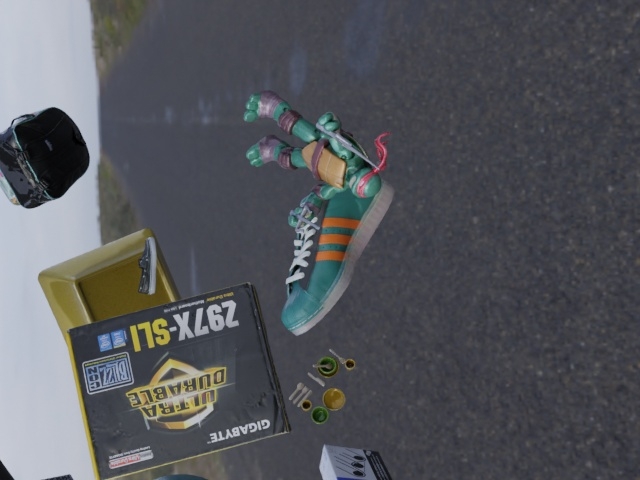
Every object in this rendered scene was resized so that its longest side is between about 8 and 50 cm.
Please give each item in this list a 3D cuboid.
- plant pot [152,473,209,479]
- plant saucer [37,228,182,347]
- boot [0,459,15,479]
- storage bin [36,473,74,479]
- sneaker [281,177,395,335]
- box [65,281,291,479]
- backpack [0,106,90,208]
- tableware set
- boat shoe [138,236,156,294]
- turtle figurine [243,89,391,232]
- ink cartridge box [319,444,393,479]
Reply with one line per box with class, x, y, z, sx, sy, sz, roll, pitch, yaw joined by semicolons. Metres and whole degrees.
plant pot;-0.262;0.628;1.547;0.235;0.293;0.293;179;88;-71
plant saucer;-0.485;0.168;2.016;0.081;0.333;0.332;-13;101;52
boot;-0.741;0.695;1.862;0.445;0.146;0.367;57;173;-6
storage bin;-0.553;0.596;1.707;0.180;0.084;0.122;30;115;51
sneaker;0.000;0.000;1.249;0.108;0.121;0.302;-27;30;60
box;-0.234;0.233;1.333;0.079;0.322;0.257;80;176;-79
backpack;-0.545;-0.165;1.554;0.166;0.144;0.188;62;-147;-22
tableware set;0.014;0.305;1.688;0.104;0.154;0.024;36;157;17
boat shoe;-0.425;0.061;1.963;0.049;0.040;0.142;158;112;-66
turtle figurine;-0.002;-0.100;1.040;0.234;0.118;0.175;35;124;34
ink cartridge box;0.064;0.386;1.244;0.207;0.097;0.046;-129;50;-75
